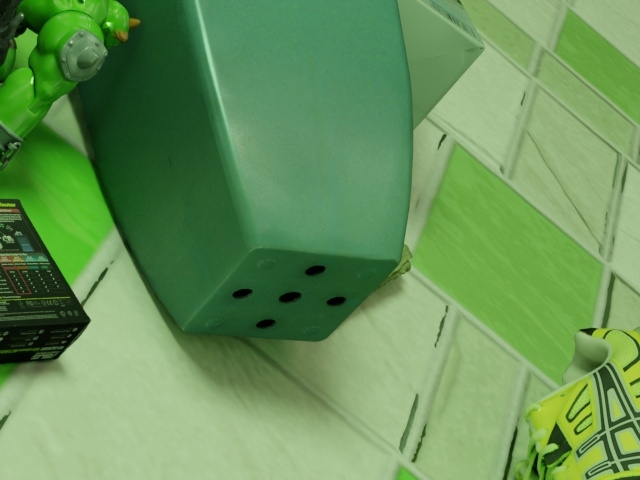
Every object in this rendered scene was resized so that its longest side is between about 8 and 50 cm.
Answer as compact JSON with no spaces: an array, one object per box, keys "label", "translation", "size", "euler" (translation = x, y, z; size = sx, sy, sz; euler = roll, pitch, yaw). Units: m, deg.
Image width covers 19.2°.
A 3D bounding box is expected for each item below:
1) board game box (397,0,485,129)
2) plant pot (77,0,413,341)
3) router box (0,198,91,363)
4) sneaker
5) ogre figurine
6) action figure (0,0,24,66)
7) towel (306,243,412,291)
[{"label":"board game box","translation":[-0.008,-0.222,1.466],"size":[0.224,0.097,0.303],"euler":[35,17,-17]},{"label":"plant pot","translation":[-0.040,-0.063,1.195],"size":[0.165,0.165,0.234],"euler":[5,56,-31]},{"label":"router box","translation":[-0.197,0.022,1.028],"size":[0.122,0.038,0.092],"euler":[0,51,-52]},{"label":"sneaker","translation":[0.190,0.181,1.245],"size":[0.147,0.145,0.385],"euler":[16,27,15]},{"label":"ogre figurine","translation":[-0.180,-0.134,1.152],"size":[0.097,0.118,0.197],"euler":[54,26,-26]},{"label":"action figure","translation":[-0.307,-0.161,1.018],"size":[0.275,0.141,0.164],"euler":[8,26,-37]},{"label":"towel","translation":[0.000,0.000,1.319],"size":[0.110,0.027,0.148],"euler":[46,30,7]}]
